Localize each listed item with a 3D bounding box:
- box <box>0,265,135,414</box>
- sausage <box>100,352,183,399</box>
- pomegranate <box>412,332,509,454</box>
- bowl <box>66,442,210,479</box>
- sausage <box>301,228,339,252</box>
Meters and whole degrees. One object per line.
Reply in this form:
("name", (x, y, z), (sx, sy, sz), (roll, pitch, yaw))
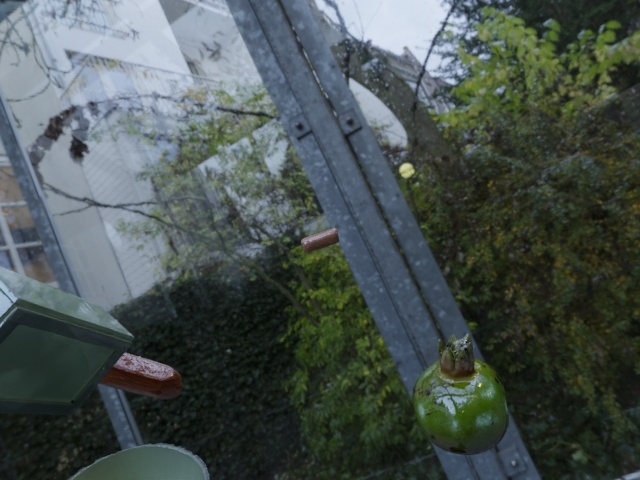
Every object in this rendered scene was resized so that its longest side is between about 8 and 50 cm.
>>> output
("box", (-0.346, 0.127, 0.560), (0.130, 0.086, 0.225), (-51, -20, -11))
("sausage", (-0.555, 0.365, 1.312), (0.094, 0.348, 0.097), (-90, 21, -64))
("pomegranate", (0.225, 0.244, 0.754), (0.159, 0.205, 0.159), (-9, 24, 4))
("bowl", (-0.249, 0.388, 0.623), (0.211, 0.112, 0.211), (-2, 14, 1))
("sausage", (0.000, 0.000, 0.996), (0.083, 0.034, 0.034), (-18, -7, 4))
